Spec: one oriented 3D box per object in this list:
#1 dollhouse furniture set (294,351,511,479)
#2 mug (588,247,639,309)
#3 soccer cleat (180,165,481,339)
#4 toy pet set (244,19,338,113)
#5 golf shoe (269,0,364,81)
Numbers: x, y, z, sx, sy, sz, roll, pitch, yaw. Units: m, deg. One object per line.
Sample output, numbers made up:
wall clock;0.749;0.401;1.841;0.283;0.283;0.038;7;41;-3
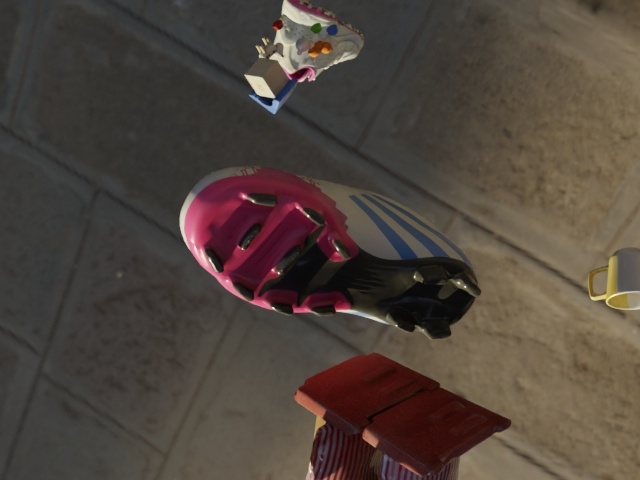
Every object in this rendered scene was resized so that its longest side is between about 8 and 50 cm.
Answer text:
dollhouse furniture set;-0.029;0.255;0.869;0.152;0.374;0.201;25;120;35
mug;0.369;0.044;1.343;0.078;0.064;0.062;1;157;2
soccer cleat;0.000;0.000;0.995;0.331;0.143;0.116;21;112;-38
toy pet set;-0.037;-0.229;1.467;0.122;0.114;0.065;18;152;46
golf shoe;-0.014;-0.350;1.991;0.115;0.306;0.140;28;99;18
